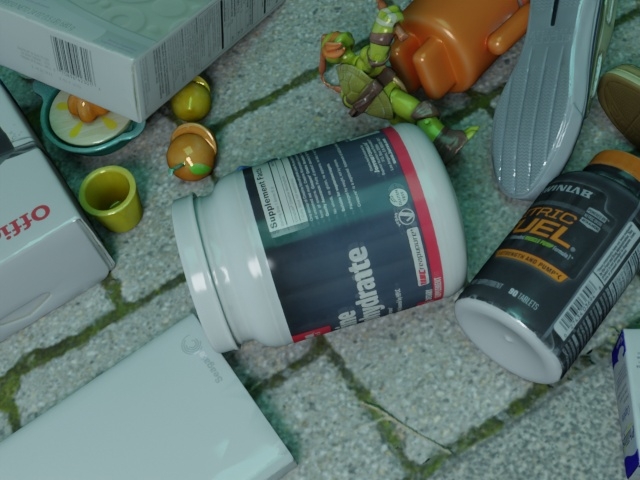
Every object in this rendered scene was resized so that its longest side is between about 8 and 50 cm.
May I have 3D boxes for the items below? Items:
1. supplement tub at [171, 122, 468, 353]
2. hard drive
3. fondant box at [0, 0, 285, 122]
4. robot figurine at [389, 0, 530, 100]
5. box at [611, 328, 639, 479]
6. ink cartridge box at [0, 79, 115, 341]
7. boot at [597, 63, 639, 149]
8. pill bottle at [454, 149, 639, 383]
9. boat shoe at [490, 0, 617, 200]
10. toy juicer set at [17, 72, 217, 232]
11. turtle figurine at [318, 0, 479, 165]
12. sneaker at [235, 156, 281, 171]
[{"bbox_3d":[0.000,0.000,0.898,0.272,0.191,0.191,-17,61,-2],"label":"supplement tub"},{"bbox_3d":[-0.206,0.239,0.881,0.307,0.040,0.203,-34,63,-11],"label":"hard drive"},{"bbox_3d":[-0.226,-0.307,1.095,0.238,0.096,0.330,23,48,18],"label":"fondant box"},{"bbox_3d":[0.176,-0.272,1.060,0.128,0.158,0.219,45,73,-5],"label":"robot figurine"},{"bbox_3d":[0.358,0.161,0.835,0.126,0.072,0.137,0,61,7],"label":"box"},{"bbox_3d":[-0.419,-0.045,1.009,0.223,0.129,0.307,-32,63,-11],"label":"ink cartridge box"},{"bbox_3d":[0.475,-0.170,0.986,0.262,0.095,0.203,34,71,20],"label":"boot"},{"bbox_3d":[0.258,0.018,0.893,0.130,0.130,0.246,34,70,22],"label":"pill bottle"},{"bbox_3d":[0.280,-0.190,0.978,0.109,0.094,0.303,23,102,51],"label":"boat shoe"},{"bbox_3d":[-0.252,-0.181,1.085,0.209,0.089,0.329,-30,62,-9],"label":"toy juicer set"},{"bbox_3d":[0.075,-0.173,0.971,0.217,0.269,0.087,42,71,1],"label":"turtle figurine"},{"bbox_3d":[-0.039,-0.070,1.017,0.135,0.058,0.052,-4,61,4],"label":"sneaker"}]
